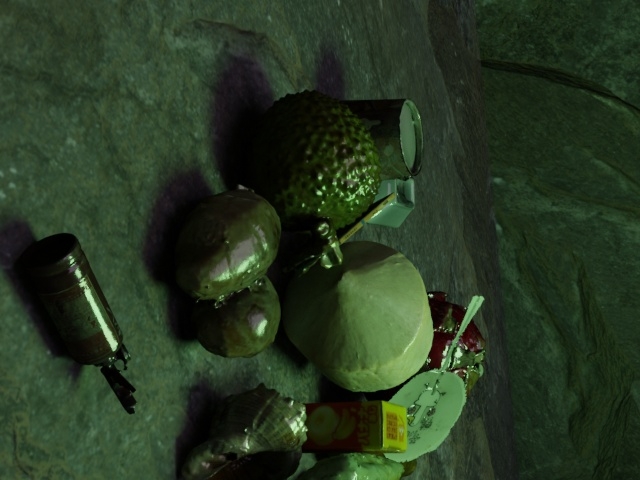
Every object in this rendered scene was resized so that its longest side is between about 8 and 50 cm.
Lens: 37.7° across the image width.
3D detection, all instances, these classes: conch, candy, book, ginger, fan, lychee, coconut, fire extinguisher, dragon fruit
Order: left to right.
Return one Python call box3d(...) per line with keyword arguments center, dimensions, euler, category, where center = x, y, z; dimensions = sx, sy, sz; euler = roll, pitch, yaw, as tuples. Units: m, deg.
box3d(center=(-0.303, 0.120, 1.214), dimensions=(0.106, 0.075, 0.252), euler=(-113, -174, -58), category="fire extinguisher")
box3d(center=(-0.144, 0.077, 1.544), dimensions=(0.244, 0.155, 0.304), euler=(-59, 149, -63), category="ginger")
box3d(center=(-0.122, 0.344, 1.552), dimensions=(0.245, 0.163, 0.178), euler=(-26, 98, -33), category="conch")
box3d(center=(-0.016, -0.122, 1.715), dimensions=(0.320, 0.270, 0.270), euler=(61, 3, 39), category="lychee")
box3d(center=(0.005, 0.338, 1.682), dimensions=(0.146, 0.276, 0.088), euler=(28, 58, -62), category="candy")
box3d(center=(0.040, -0.016, 1.906), dimensions=(0.018, 0.170, 0.241), euler=(57, 40, -6), category="book")
box3d(center=(0.078, 0.148, 1.854), dimensions=(0.329, 0.329, 0.329), euler=(-2, 90, -67), category="coconut")
box3d(center=(0.211, 0.261, 2.137), dimensions=(0.329, 0.329, 0.329), euler=(-2, 90, -67), category="dragon fruit")
box3d(center=(0.245, 0.298, 1.961), dimensions=(0.233, 0.012, 0.415), euler=(7, 112, -38), category="fan")

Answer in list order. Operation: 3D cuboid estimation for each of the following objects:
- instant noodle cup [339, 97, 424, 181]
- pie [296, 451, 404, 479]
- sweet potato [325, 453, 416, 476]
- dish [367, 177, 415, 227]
box3d(center=(0.108, -0.218, 2.069), dimensions=(0.217, 0.207, 0.217), euler=(-4, 90, -67), category="instant noodle cup")
box3d(center=(0.008, 0.532, 1.617), dimensions=(0.418, 0.180, 0.395), euler=(-63, 157, 11), category="pie")
box3d(center=(0.098, 0.467, 2.063), dimensions=(0.369, 0.158, 0.158), euler=(29, 61, -59), category="sweet potato")
box3d(center=(0.186, -0.129, 2.408), dimensions=(0.243, 0.080, 0.182), euler=(7, 82, -66), category="dish")
